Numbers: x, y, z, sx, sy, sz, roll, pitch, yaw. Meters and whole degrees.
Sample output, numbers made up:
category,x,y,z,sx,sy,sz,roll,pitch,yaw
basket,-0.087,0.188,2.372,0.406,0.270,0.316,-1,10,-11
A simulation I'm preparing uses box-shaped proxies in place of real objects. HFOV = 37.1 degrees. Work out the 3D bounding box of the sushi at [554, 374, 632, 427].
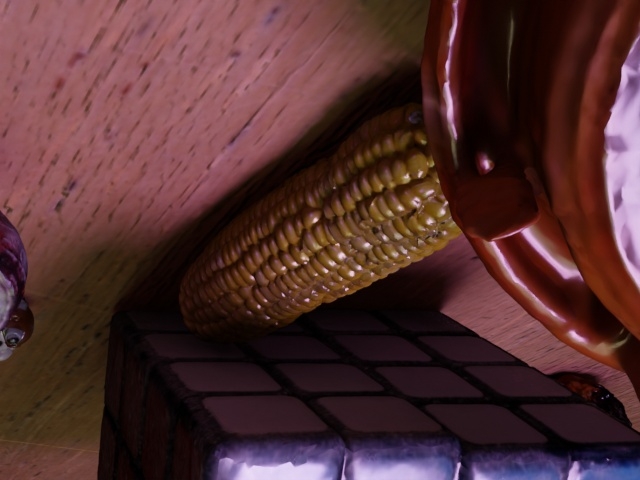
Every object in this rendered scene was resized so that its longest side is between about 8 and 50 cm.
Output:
category,x,y,z,sx,sy,sz,roll,pitch,yaw
sushi,0.288,0.302,1.276,0.196,0.182,0.343,-1,154,-26

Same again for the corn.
category,x,y,z,sx,sy,sz,roll,pitch,yaw
corn,0.000,0.000,0.649,0.101,0.101,0.291,14,145,-39

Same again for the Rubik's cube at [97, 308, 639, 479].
category,x,y,z,sx,sy,sz,roll,pitch,yaw
Rubik's cube,0.010,0.253,0.762,0.337,0.345,0.343,2,-169,-23

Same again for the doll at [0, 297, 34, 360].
category,x,y,z,sx,sy,sz,roll,pitch,yaw
doll,-0.263,0.077,0.792,0.058,0.040,0.085,4,149,2

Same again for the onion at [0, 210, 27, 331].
category,x,y,z,sx,sy,sz,roll,pitch,yaw
onion,-0.271,-0.011,0.544,0.205,0.098,0.151,14,124,-24

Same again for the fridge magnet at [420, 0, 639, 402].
category,x,y,z,sx,sy,sz,roll,pitch,yaw
fridge magnet,0.225,-0.072,0.396,0.363,0.155,0.364,1,120,1
